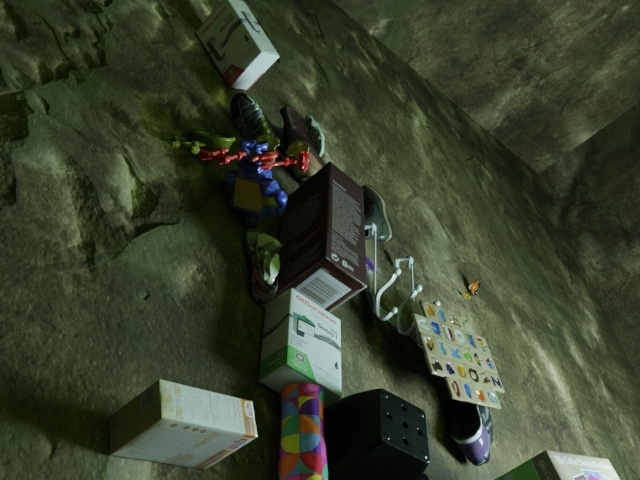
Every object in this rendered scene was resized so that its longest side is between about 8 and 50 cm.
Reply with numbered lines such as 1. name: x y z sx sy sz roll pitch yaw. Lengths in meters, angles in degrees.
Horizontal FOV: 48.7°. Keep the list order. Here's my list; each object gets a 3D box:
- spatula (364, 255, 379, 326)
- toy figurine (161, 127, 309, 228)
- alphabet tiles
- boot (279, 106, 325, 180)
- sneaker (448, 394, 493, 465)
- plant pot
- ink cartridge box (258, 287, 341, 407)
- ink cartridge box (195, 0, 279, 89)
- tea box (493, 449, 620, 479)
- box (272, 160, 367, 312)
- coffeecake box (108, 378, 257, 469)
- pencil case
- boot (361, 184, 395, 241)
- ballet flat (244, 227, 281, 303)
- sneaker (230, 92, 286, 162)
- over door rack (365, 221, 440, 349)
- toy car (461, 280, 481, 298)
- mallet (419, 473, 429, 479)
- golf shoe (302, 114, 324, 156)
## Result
1. spatula: 0.134 0.125 1.950 0.084 0.030 0.296 38 31 -34
2. toy figurine: -0.198 -0.130 1.675 0.362 0.217 0.191 17 29 33
3. alphabet tiles: 0.371 0.304 1.884 0.342 0.011 0.285 22 42 -42
4. boot: -0.033 -0.256 2.003 0.248 0.090 0.207 22 54 -68
5. sneaker: 0.410 0.483 1.896 0.124 0.107 0.283 63 27 -17
6. plant pot: 0.117 0.413 1.439 0.187 0.167 0.188 31 36 -21
7. ink cartridge box: -0.040 0.232 1.515 0.160 0.092 0.219 36 33 -27
8. ink cartridge box: -0.246 -0.578 2.076 0.092 0.158 0.218 -8 63 -57
9. tea box: 0.496 0.641 1.562 0.329 0.323 0.220 21 36 -42
10. box: 0.000 0.000 1.740 0.143 0.191 0.381 36 33 -27
11. coffeecake box: -0.219 0.299 1.131 0.185 0.142 0.068 25 38 -39
12. pencil case: -0.035 0.388 1.346 0.104 0.104 0.236 34 35 -28
13. boot: 0.142 -0.087 2.167 0.137 0.077 0.198 -1 57 -49
14. ballet flat: -0.124 0.043 1.624 0.077 0.079 0.221 29 36 -34
15. sneaker: -0.163 -0.321 1.998 0.229 0.086 0.132 57 23 -11
16. over door rack: 0.226 0.115 1.971 0.239 0.108 0.324 38 31 -42
17. toy car: 0.518 0.163 2.434 0.040 0.060 0.122 27 13 24
18. mallet: 0.178 0.488 1.598 0.062 0.039 0.190 -7 59 -56
19. golf shoe: -0.008 -0.316 2.220 0.086 0.069 0.176 31 35 -43
